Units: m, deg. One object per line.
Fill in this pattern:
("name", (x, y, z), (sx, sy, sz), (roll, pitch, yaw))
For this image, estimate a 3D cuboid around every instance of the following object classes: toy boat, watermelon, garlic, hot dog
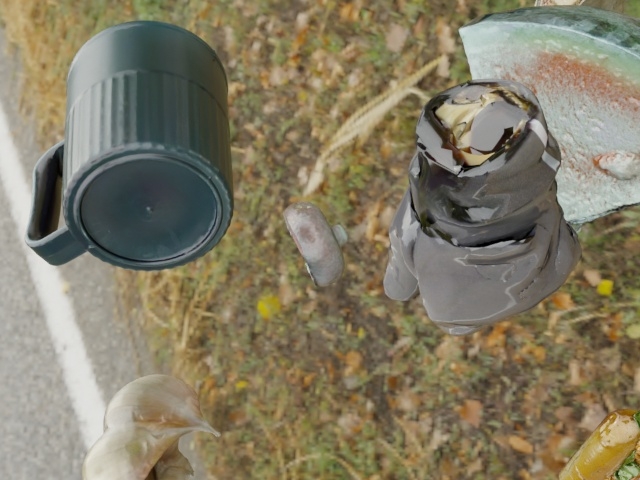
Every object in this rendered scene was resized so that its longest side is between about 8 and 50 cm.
("toy boat", (0.000, 0.000, 1.705), (0.227, 0.085, 0.155), (175, 72, -87))
("watermelon", (0.246, -0.111, 0.925), (0.214, 0.289, 0.320), (-61, 21, 19))
("garlic", (-0.189, 0.225, 1.078), (0.099, 0.124, 0.174), (-57, 2, 37))
("hot dog", (0.275, 0.206, 0.924), (0.188, 0.072, 0.055), (98, 153, -56))

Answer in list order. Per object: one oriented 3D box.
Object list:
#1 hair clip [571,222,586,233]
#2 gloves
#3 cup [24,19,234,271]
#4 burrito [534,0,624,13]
("hair clip", (0.308, -0.142, 1.371), (0.138, 0.091, 0.321), (113, 147, -61))
("gloves", (0.102, -0.004, 0.666), (0.142, 0.285, 0.119), (-2, 72, 12))
("cup", (-0.272, -0.126, 1.391), (0.292, 0.307, 0.242), (-103, 9, -46))
("burrito", (0.429, -0.369, 1.627), (0.175, 0.348, 0.107), (-32, 62, -4))
